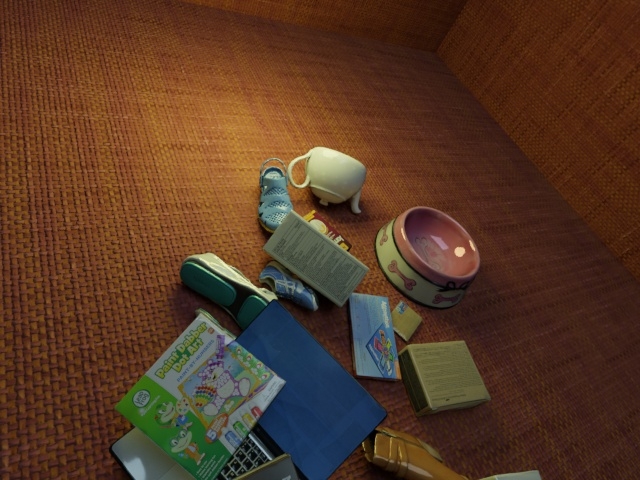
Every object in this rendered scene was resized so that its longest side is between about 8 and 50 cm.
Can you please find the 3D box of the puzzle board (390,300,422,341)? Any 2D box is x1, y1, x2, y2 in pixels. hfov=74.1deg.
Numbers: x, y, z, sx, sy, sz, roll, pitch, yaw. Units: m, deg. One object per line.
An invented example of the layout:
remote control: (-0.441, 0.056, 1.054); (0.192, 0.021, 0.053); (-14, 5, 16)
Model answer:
puzzle board: (0.279, 0.269, 1.420); (0.096, 0.011, 0.128); (41, 45, 11)

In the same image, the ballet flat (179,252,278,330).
ballet flat: (-0.205, 0.160, 1.185); (0.400, 0.139, 0.139); (36, 45, 5)

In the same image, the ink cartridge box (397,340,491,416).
ink cartridge box: (0.369, 0.414, 1.289); (0.234, 0.088, 0.194); (4, 53, -26)

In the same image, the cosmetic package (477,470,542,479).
cosmetic package: (0.448, 0.753, 0.953); (0.156, 0.217, 0.385); (9, 51, -21)

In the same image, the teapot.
teapot: (0.037, -0.225, 1.593); (0.255, 0.187, 0.252); (22, -1, 18)

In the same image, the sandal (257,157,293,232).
sandal: (-0.159, -0.164, 1.456); (0.126, 0.138, 0.318); (-6, 53, -12)

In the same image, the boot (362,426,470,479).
boot: (0.224, 0.542, 1.003); (0.220, 0.109, 0.283); (28, 6, -13)

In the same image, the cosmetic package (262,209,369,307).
cosmetic package: (-0.015, 0.053, 1.306); (0.296, 0.153, 0.129); (38, 0, -4)

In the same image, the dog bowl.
dog bowl: (0.414, 0.043, 1.590); (0.407, 0.150, 0.408); (14, 47, -16)

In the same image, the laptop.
laptop: (-0.138, 0.408, 0.909); (0.382, 0.236, 0.407); (43, 37, 12)

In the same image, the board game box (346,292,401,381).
board game box: (0.160, 0.293, 1.317); (0.144, 0.027, 0.282); (9, 49, -14)

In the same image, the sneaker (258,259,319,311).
sneaker: (-0.096, 0.151, 1.282); (0.211, 0.080, 0.081); (35, 50, 17)

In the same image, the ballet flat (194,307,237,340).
ballet flat: (-0.276, 0.244, 1.113); (0.168, 0.057, 0.052); (37, 54, 5)

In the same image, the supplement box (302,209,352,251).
supplement box: (0.000, 0.000, 1.451); (0.188, 0.081, 0.104); (43, 45, 10)

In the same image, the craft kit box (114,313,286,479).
craft kit box: (-0.243, 0.326, 0.892); (0.246, 0.061, 0.250); (34, 63, 10)

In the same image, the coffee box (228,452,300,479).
coffee box: (-0.148, 0.518, 0.787); (0.246, 0.098, 0.141); (-19, 69, -18)
